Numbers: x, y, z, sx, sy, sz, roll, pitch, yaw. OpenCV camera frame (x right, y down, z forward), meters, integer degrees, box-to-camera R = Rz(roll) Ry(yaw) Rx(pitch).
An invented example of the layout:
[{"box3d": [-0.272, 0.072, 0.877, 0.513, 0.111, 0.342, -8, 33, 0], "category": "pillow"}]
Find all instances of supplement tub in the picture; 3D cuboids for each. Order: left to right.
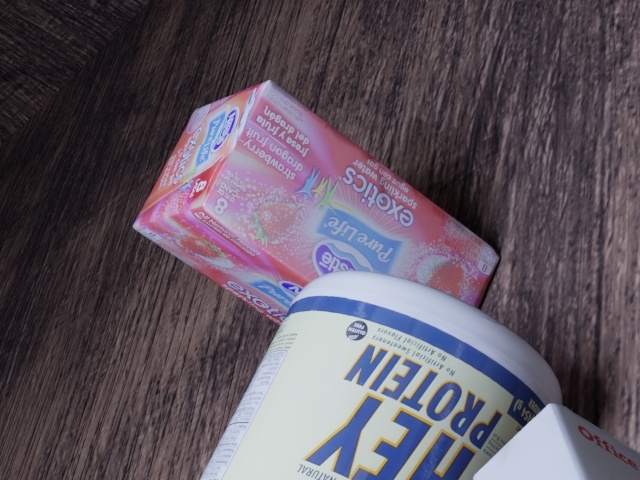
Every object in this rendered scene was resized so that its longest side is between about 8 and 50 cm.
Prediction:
[{"box3d": [0.024, 0.212, 1.042, 0.235, 0.235, 0.325, -12, 46, 58], "category": "supplement tub"}]

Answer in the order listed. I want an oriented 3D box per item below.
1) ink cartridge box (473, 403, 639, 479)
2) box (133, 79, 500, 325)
[{"box3d": [0.191, 0.219, 0.847, 0.086, 0.148, 0.203, -48, 24, 21], "category": "ink cartridge box"}, {"box3d": [0.000, 0.000, 1.289, 0.154, 0.300, 0.142, -11, 48, 57], "category": "box"}]
